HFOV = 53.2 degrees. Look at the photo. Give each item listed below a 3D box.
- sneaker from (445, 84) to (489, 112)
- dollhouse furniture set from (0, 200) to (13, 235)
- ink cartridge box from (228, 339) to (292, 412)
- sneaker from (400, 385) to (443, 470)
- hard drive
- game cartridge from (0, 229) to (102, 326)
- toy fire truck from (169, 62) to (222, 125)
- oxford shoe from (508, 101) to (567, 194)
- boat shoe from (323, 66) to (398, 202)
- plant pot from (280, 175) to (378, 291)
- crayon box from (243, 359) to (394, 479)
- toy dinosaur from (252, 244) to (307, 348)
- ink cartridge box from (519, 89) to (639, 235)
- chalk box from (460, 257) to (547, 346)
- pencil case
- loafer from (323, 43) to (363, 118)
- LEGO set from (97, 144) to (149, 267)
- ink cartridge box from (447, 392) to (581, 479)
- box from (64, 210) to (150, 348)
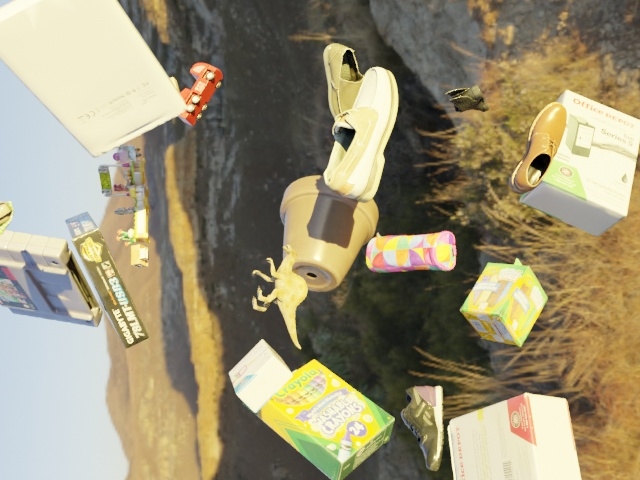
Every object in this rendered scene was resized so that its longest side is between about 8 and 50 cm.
[{"bbox_3d":[0.416,-0.391,1.802,0.170,0.089,0.051,23,-134,-65],"label":"sneaker"},{"bbox_3d":[-0.585,0.070,0.985,0.198,0.302,0.151,16,137,55],"label":"dollhouse furniture set"},{"bbox_3d":[-0.105,0.230,1.100,0.052,0.088,0.122,47,173,-12],"label":"ink cartridge box"},{"bbox_3d":[0.301,0.558,1.908,0.283,0.124,0.107,-78,-11,-53],"label":"sneaker"},{"bbox_3d":[-0.401,-0.299,1.123,0.040,0.210,0.318,64,-178,36],"label":"hard drive"},{"bbox_3d":[-0.646,0.092,1.443,0.355,0.230,0.068,97,178,-58],"label":"game cartridge"},{"bbox_3d":[-0.324,-0.329,1.457,0.192,0.135,0.047,-61,-18,-6],"label":"toy fire truck"},{"bbox_3d":[0.472,-0.195,1.338,0.076,0.076,0.212,169,125,-81],"label":"oxford shoe"},{"bbox_3d":[0.085,-0.237,1.357,0.113,0.103,0.302,-17,61,62],"label":"boat shoe"},{"bbox_3d":[0.000,0.000,1.648,0.263,0.263,0.229,112,176,-56],"label":"plant pot"},{"bbox_3d":[-0.009,0.421,1.578,0.323,0.203,0.083,30,126,31],"label":"crayon box"},{"bbox_3d":[-0.066,0.095,1.087,0.053,0.093,0.183,156,112,-69],"label":"toy dinosaur"},{"bbox_3d":[0.625,-0.189,1.529,0.121,0.211,0.289,114,179,-64],"label":"ink cartridge box"},{"bbox_3d":[0.488,0.146,1.659,0.132,0.213,0.132,4,141,53],"label":"chalk box"},{"bbox_3d":[0.218,0.030,1.554,0.236,0.105,0.104,-2,89,49],"label":"pencil case"},{"bbox_3d":[0.074,-0.432,1.811,0.087,0.094,0.251,13,124,56],"label":"loafer"},{"bbox_3d":[-0.459,-0.080,1.488,0.132,0.107,0.286,-124,33,-73],"label":"LEGO set"},{"bbox_3d":[0.570,0.644,1.920,0.384,0.161,0.279,135,140,-54],"label":"ink cartridge box"},{"bbox_3d":[-0.533,0.089,1.579,0.295,0.073,0.293,22,136,62],"label":"box"}]
